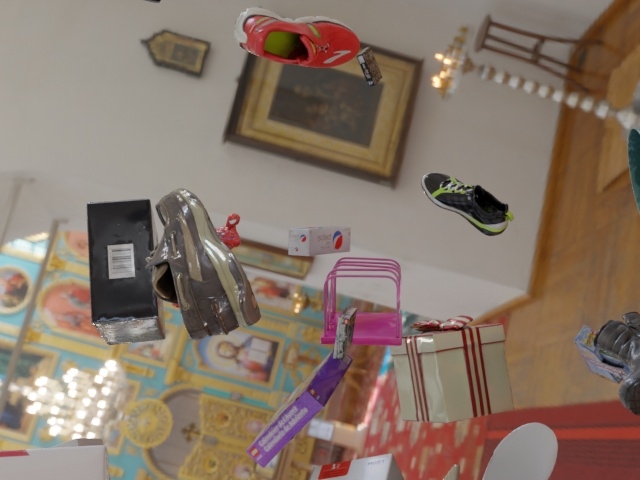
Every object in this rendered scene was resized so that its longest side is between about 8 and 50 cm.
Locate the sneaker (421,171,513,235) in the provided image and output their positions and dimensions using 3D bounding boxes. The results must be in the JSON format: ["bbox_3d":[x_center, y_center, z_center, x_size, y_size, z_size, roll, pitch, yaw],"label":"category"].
[{"bbox_3d":[0.339,-0.105,1.776,0.084,0.234,0.097,-45,-22,-29],"label":"sneaker"}]

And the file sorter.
[{"bbox_3d":[0.115,0.152,2.055,0.291,0.202,0.182,-49,-40,-81],"label":"file sorter"}]

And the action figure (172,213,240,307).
[{"bbox_3d":[-0.290,0.049,1.890,0.139,0.091,0.280,24,-82,-52],"label":"action figure"}]

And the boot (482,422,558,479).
[{"bbox_3d":[0.302,0.420,1.280,0.258,0.095,0.123,-54,-23,-9],"label":"boot"}]

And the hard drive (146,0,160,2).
[{"bbox_3d":[-0.392,-0.576,1.549,0.254,0.054,0.172,10,-60,-50],"label":"hard drive"}]

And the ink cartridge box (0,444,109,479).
[{"bbox_3d":[-0.421,0.387,1.107,0.306,0.226,0.131,125,141,-60],"label":"ink cartridge box"}]

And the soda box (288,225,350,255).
[{"bbox_3d":[0.000,0.000,2.143,0.216,0.069,0.074,-4,-84,-56],"label":"soda box"}]

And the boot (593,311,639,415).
[{"bbox_3d":[0.743,0.287,1.859,0.338,0.222,0.118,-13,-61,-39],"label":"boot"}]

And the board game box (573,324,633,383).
[{"bbox_3d":[0.795,0.323,2.153,0.060,0.194,0.194,-52,30,-11],"label":"board game box"}]

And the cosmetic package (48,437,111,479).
[{"bbox_3d":[-0.628,0.616,1.871,0.138,0.224,0.225,54,-164,-70],"label":"cosmetic package"}]

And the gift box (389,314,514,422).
[{"bbox_3d":[0.353,0.333,2.074,0.255,0.276,0.258,-19,78,58],"label":"gift box"}]

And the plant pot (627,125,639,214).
[{"bbox_3d":[0.916,-0.160,1.917,0.293,0.235,0.293,-11,-90,-79],"label":"plant pot"}]

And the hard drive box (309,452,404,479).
[{"bbox_3d":[0.052,0.528,1.481,0.089,0.181,0.232,66,-158,-18],"label":"hard drive box"}]

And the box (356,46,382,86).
[{"bbox_3d":[0.120,-0.424,1.901,0.083,0.018,0.067,65,-150,-20],"label":"box"}]

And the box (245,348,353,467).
[{"bbox_3d":[-0.040,0.361,1.732,0.201,0.057,0.293,-49,-4,17],"label":"box"}]

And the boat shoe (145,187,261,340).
[{"bbox_3d":[-0.216,0.029,1.236,0.355,0.130,0.132,47,159,53],"label":"boat shoe"}]

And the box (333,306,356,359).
[{"bbox_3d":[0.056,0.208,1.768,0.137,0.027,0.094,-31,-51,-79],"label":"box"}]

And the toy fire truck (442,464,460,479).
[{"bbox_3d":[0.293,0.619,1.677,0.158,0.246,0.217,-30,31,14],"label":"toy fire truck"}]

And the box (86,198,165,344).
[{"bbox_3d":[-0.548,0.096,2.221,0.312,0.178,0.343,115,149,-71],"label":"box"}]

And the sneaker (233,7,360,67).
[{"bbox_3d":[-0.032,-0.371,1.509,0.118,0.278,0.107,48,131,42],"label":"sneaker"}]
